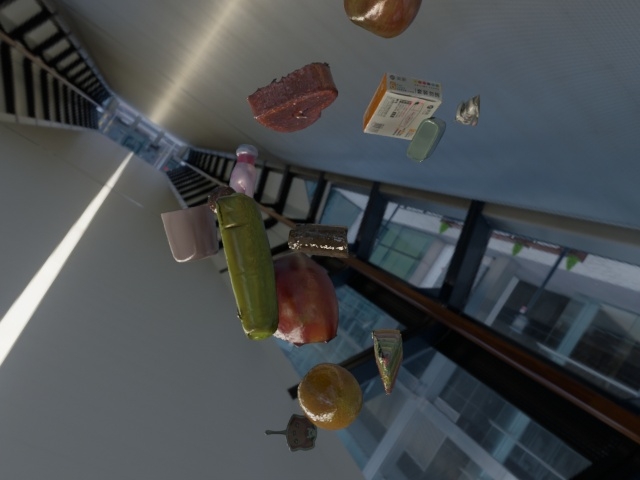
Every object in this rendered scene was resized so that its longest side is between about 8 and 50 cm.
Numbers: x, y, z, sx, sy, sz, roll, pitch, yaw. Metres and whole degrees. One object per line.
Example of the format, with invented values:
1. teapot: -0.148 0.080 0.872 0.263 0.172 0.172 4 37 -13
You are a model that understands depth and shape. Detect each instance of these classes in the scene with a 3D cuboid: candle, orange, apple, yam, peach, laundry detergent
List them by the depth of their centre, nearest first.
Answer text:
1. apple: 0.152 -0.594 1.131 0.188 0.173 0.188 17 -141 -14
2. peach: -0.067 0.205 1.491 0.281 0.281 0.338 36 -159 -53
3. candle: -0.098 -0.458 1.583 0.317 0.287 0.131 -29 78 59
4. orange: 0.035 0.546 1.650 0.236 0.236 0.236 33 178 1
5. laundry detergent: -0.288 -0.189 1.729 0.088 0.334 0.159 16 163 -35
6. yam: 0.000 0.000 1.881 0.239 0.129 0.128 3 161 11

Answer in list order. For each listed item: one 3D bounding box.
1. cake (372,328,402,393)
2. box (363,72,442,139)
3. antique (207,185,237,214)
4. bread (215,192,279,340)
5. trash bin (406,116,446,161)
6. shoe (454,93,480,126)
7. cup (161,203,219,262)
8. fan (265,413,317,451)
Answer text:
1. cake: 0.207 0.342 1.374 0.090 0.109 0.225 -4 -167 2
2. box: 0.299 -0.490 1.750 0.221 0.091 0.274 7 160 -13
3. antique: -0.303 -0.123 1.466 0.104 0.104 0.104 33 178 1
4. bread: -0.176 0.060 1.196 0.166 0.112 0.383 119 138 -81
5. trash bin: 0.287 -0.274 1.272 0.059 0.116 0.130 29 -156 12
6. shoe: 0.588 -0.522 1.886 0.092 0.089 0.180 3 169 13
7. cup: -0.507 -0.028 1.845 0.192 0.200 0.253 -14 -172 -23
8. fan: -0.105 0.714 1.747 0.220 0.131 0.009 14 158 -29
